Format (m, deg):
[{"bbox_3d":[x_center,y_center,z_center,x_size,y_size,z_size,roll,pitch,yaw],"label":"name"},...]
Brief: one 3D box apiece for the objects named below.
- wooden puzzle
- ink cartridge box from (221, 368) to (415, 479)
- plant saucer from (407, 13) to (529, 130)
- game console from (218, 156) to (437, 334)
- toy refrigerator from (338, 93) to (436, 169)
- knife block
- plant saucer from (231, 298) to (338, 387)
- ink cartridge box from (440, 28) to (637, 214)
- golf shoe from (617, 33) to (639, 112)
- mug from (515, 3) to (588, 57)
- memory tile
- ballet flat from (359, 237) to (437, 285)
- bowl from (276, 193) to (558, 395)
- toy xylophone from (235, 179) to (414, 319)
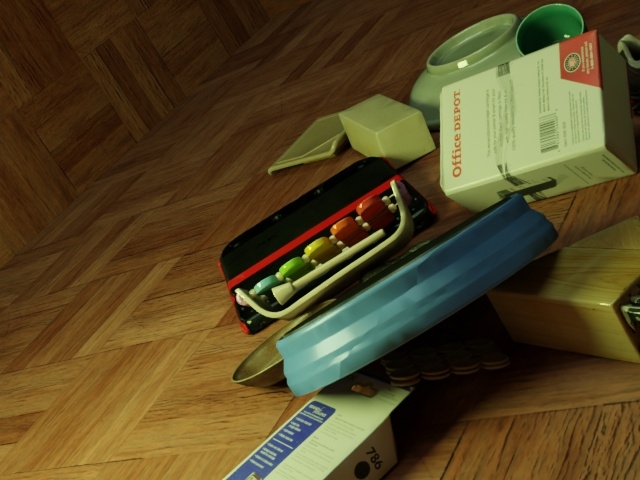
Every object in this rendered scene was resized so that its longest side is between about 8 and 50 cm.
[{"bbox_3d":[0.012,-0.234,2.448,0.238,0.044,0.221,-16,25,47],"label":"wooden puzzle"},{"bbox_3d":[-0.030,0.288,1.265,0.332,0.065,0.165,-41,22,-19],"label":"ink cartridge box"},{"bbox_3d":[0.336,-0.377,2.222,0.400,0.101,0.400,-27,21,11],"label":"plant saucer"},{"bbox_3d":[0.000,0.000,1.916,0.386,0.060,0.342,-33,26,0],"label":"game console"},{"bbox_3d":[0.133,-0.220,2.166,0.102,0.094,0.269,-27,20,-7],"label":"toy refrigerator"},{"bbox_3d":[0.327,0.082,1.187,0.275,0.088,0.242,-25,21,18],"label":"knife block"},{"bbox_3d":[-0.042,0.159,1.575,0.198,0.036,0.198,-36,8,6],"label":"plant saucer"},{"bbox_3d":[0.325,-0.171,1.620,0.272,0.114,0.197,-16,61,36],"label":"ink cartridge box"},{"bbox_3d":[0.553,-0.255,1.602,0.105,0.120,0.272,-39,23,-23],"label":"golf shoe"},{"bbox_3d":[0.433,-0.356,2.006,0.157,0.097,0.129,-43,54,3],"label":"mug"},{"bbox_3d":[0.151,0.148,1.304,0.147,0.012,0.113,-8,10,-5],"label":"memory tile"},{"bbox_3d":[0.140,0.041,1.633,0.173,0.057,0.049,-27,61,17],"label":"ballet flat"},{"bbox_3d":[0.114,0.063,1.353,0.391,0.077,0.391,-32,-2,-1],"label":"bowl"},{"bbox_3d":[0.018,0.024,1.640,0.322,0.081,0.236,-33,-12,-3],"label":"toy xylophone"}]
